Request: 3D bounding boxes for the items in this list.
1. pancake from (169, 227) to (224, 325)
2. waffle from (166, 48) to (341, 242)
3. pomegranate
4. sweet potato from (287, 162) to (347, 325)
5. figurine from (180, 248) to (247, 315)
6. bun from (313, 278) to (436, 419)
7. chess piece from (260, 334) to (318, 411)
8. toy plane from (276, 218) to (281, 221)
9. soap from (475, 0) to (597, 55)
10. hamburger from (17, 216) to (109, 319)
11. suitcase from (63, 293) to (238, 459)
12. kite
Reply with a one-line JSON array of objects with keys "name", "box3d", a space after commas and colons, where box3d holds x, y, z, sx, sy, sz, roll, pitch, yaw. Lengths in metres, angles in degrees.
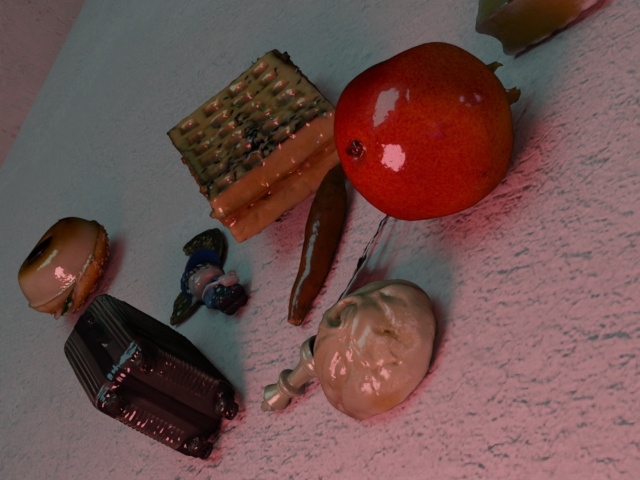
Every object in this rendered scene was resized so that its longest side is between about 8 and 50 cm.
[{"name": "pancake", "box3d": [-0.224, 0.062, 1.978, 0.184, 0.020, 0.190, 4, 63, 60]}, {"name": "waffle", "box3d": [-0.102, -0.163, 1.834, 0.261, 0.114, 0.376, -35, 29, 1]}, {"name": "pomegranate", "box3d": [0.140, -0.138, 1.381, 0.257, 0.220, 0.221, -33, 14, -29]}, {"name": "sweet potato", "box3d": [-0.001, -0.001, 1.628, 0.057, 0.057, 0.264, -21, 45, 50]}, {"name": "figurine", "box3d": [-0.169, 0.073, 1.820, 0.086, 0.087, 0.149, -45, 38, -15]}, {"name": "bun", "box3d": [0.052, 0.122, 1.350, 0.183, 0.102, 0.183, -40, 33, 34]}, {"name": "chess piece", "box3d": [-0.036, 0.184, 1.487, 0.149, 0.059, 0.059, -43, 30, 35]}, {"name": "toy plane", "box3d": [-0.083, -0.084, 1.868, 0.078, 0.053, 0.197, -51, 27, -5]}, {"name": "soap", "box3d": [0.301, -0.394, 1.505, 0.173, 0.089, 0.274, -26, 41, 45]}, {"name": "hamburger", "box3d": [-0.531, 0.052, 2.372, 0.237, 0.147, 0.237, -39, 26, 23]}, {"name": "suitcase", "box3d": [-0.259, 0.198, 1.682, 0.128, 0.202, 0.312, -57, 27, 0]}, {"name": "kite", "box3d": [0.054, 0.027, 1.502, 0.229, 0.016, 0.127, -62, -1, -16]}]
